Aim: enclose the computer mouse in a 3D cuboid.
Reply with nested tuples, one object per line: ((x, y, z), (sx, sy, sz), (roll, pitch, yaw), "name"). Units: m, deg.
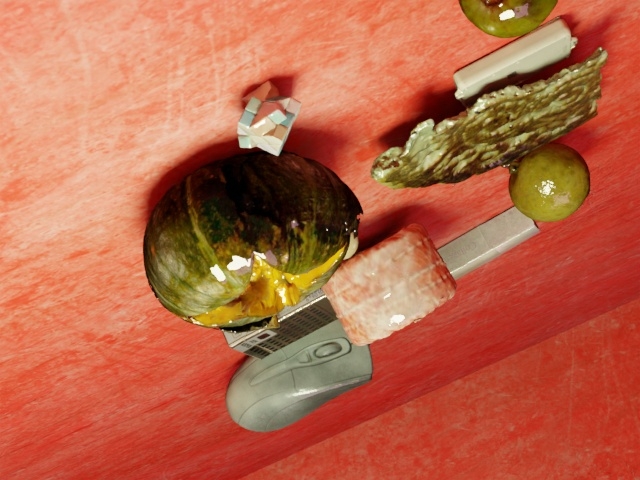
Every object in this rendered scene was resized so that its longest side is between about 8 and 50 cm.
((-0.050, 0.291, 2.072), (0.371, 0.188, 0.122), (-26, 154, 0), "computer mouse")

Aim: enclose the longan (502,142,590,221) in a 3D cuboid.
((0.409, -0.111, 1.705), (0.145, 0.176, 0.154), (-66, 179, -58), "longan")

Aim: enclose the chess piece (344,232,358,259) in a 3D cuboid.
((0.000, 0.000, 1.592), (0.094, 0.094, 0.170), (-39, 163, 32), "chess piece")

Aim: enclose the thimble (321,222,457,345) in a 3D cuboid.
((0.124, 0.076, 1.713), (0.239, 0.162, 0.239), (-30, 180, 0), "thimble")

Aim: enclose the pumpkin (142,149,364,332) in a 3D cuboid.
((-0.105, 0.001, 1.322), (0.321, 0.192, 0.320), (-22, 161, -8), "pumpkin")

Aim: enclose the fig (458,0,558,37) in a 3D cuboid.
((0.250, -0.324, 1.106), (0.236, 0.124, 0.124), (-39, 172, -42), "fig")

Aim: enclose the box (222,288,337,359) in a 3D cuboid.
((-0.028, 0.149, 1.945), (0.325, 0.047, 0.180), (-28, 158, 10), "box")

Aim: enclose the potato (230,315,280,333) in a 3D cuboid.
((-0.128, 0.145, 1.811), (0.096, 0.066, 0.103), (-6, 174, 19), "potato")

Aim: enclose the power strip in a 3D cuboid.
((0.281, -0.255, 1.352), (0.192, 0.035, 0.081), (-27, 160, 7), "power strip")

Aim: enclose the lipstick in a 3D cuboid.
((0.315, 0.028, 2.003), (0.317, 0.066, 0.068), (-31, 157, 16), "lipstick")

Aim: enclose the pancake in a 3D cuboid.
((0.264, -0.178, 1.446), (0.427, 0.066, 0.305), (-22, 162, -9), "pancake")

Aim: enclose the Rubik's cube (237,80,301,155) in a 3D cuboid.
((-0.070, -0.156, 1.165), (0.073, 0.075, 0.084), (25, 149, 0), "Rubik's cube")
